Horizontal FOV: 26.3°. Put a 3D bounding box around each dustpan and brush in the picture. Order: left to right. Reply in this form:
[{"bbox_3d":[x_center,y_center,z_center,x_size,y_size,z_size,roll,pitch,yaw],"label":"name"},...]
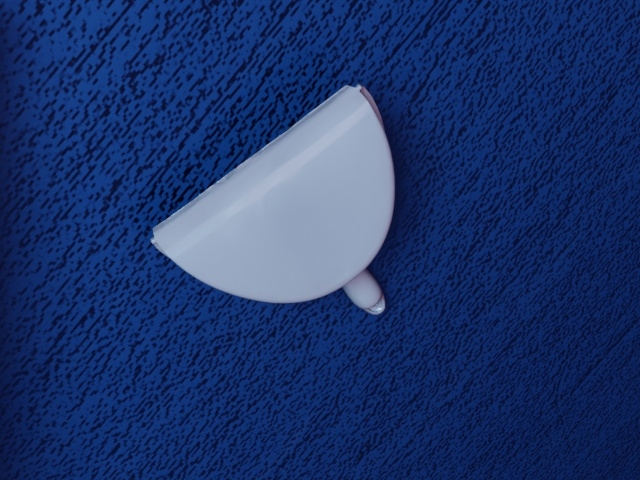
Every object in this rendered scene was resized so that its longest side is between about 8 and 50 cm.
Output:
[{"bbox_3d":[0.000,0.000,0.829,0.147,0.060,0.211,-36,132,3],"label":"dustpan and brush"}]
